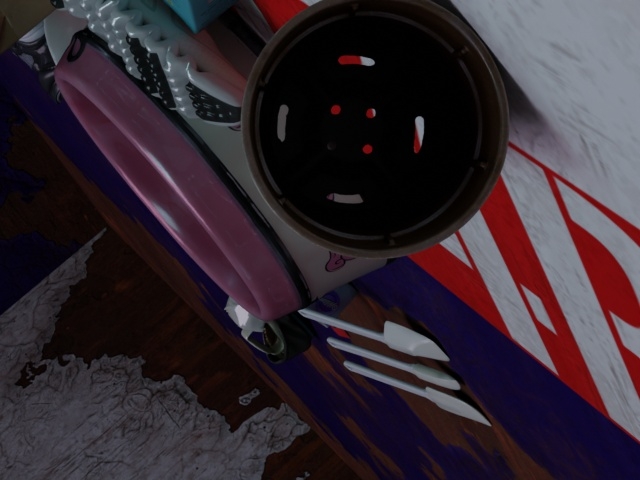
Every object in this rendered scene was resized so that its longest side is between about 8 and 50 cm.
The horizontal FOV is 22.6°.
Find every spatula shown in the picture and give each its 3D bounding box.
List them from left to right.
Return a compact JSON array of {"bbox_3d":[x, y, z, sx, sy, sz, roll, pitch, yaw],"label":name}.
[{"bbox_3d":[0.083,0.139,1.905,0.242,0.019,0.168,17,155,46],"label":"spatula"}]

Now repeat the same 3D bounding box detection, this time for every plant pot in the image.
[{"bbox_3d":[0.027,-0.075,1.065,0.167,0.167,0.165,50,178,-5],"label":"plant pot"}]

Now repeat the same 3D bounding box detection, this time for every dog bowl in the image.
[{"bbox_3d":[-0.110,-0.088,1.641,0.408,0.150,0.408,47,170,11],"label":"dog bowl"}]

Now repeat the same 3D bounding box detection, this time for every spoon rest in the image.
[{"bbox_3d":[-0.284,-0.209,2.100,0.276,0.084,0.137,54,-152,-36],"label":"spoon rest"}]

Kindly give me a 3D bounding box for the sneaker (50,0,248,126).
[{"bbox_3d":[-0.155,-0.219,1.438,0.292,0.118,0.110,43,163,17],"label":"sneaker"}]

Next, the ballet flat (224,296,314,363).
[{"bbox_3d":[-0.086,0.112,2.484,0.095,0.096,0.280,42,168,38],"label":"ballet flat"}]

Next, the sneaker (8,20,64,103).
[{"bbox_3d":[-0.423,-0.288,2.425,0.153,0.101,0.268,56,166,-22],"label":"sneaker"}]

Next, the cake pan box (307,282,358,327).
[{"bbox_3d":[-0.094,-0.014,2.027,0.267,0.070,0.245,44,174,-27],"label":"cake pan box"}]

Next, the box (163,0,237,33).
[{"bbox_3d":[-0.120,-0.261,1.271,0.100,0.060,0.244,47,171,13],"label":"box"}]

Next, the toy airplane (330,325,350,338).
[{"bbox_3d":[-0.020,0.086,2.284,0.151,0.028,0.151,47,171,10],"label":"toy airplane"}]

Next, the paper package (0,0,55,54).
[{"bbox_3d":[-0.454,-0.416,1.876,0.325,0.168,0.309,42,168,43],"label":"paper package"}]
